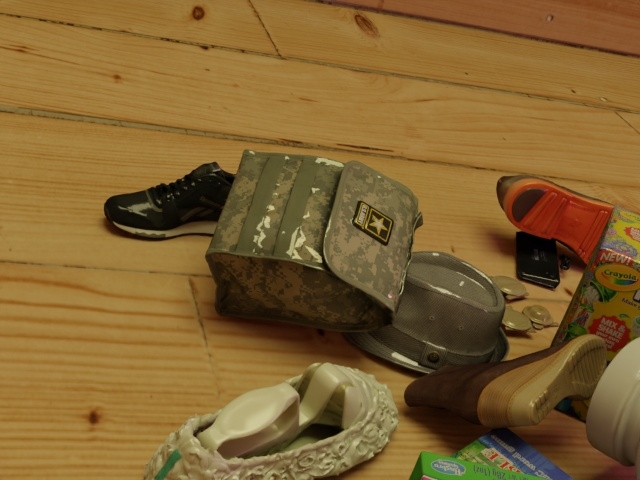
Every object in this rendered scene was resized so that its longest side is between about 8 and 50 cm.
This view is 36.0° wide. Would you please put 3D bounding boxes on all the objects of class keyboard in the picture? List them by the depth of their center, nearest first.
[{"bbox_3d":[0.424,0.038,1.871,0.108,0.023,0.180,12,30,4],"label":"keyboard"}]

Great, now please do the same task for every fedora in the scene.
[{"bbox_3d":[0.175,0.098,1.532,0.275,0.124,0.244,20,29,7],"label":"fedora"}]

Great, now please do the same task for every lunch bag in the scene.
[{"bbox_3d":[0.000,0.000,1.465,0.287,0.169,0.235,7,48,10],"label":"lunch bag"}]

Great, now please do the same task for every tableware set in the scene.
[{"bbox_3d":[0.326,0.110,1.697,0.141,0.020,0.168,-4,34,-36],"label":"tableware set"}]

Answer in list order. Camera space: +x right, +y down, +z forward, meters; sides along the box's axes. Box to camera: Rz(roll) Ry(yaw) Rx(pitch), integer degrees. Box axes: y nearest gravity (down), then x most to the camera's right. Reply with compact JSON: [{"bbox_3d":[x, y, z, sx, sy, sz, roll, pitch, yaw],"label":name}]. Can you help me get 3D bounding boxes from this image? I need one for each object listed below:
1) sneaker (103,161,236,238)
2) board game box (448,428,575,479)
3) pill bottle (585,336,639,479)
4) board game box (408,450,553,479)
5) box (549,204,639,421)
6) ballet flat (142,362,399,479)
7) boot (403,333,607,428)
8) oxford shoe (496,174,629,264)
[{"bbox_3d":[-0.217,-0.080,1.638,0.283,0.124,0.107,0,33,-27],"label":"sneaker"},{"bbox_3d":[0.237,0.380,1.135,0.318,0.066,0.318,35,34,30],"label":"board game box"},{"bbox_3d":[0.543,0.279,1.202,0.229,0.229,0.407,-11,29,-40],"label":"pill bottle"},{"bbox_3d":[0.214,0.370,1.005,0.242,0.064,0.316,13,30,-6],"label":"board game box"},{"bbox_3d":[0.511,0.146,1.462,0.290,0.279,0.177,23,29,13],"label":"box"},{"bbox_3d":[-0.029,0.224,1.204,0.147,0.147,0.409,36,33,31],"label":"ballet flat"},{"bbox_3d":[0.262,0.183,1.375,0.206,0.090,0.248,2,17,44],"label":"boot"},{"bbox_3d":[0.502,-0.040,1.903,0.363,0.130,0.133,26,16,-18],"label":"oxford shoe"}]
